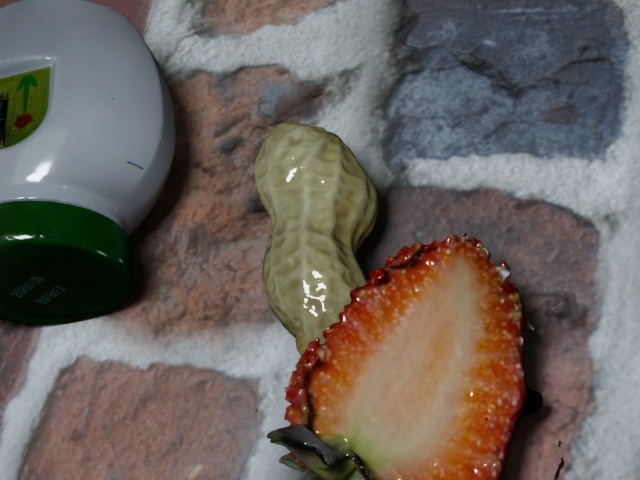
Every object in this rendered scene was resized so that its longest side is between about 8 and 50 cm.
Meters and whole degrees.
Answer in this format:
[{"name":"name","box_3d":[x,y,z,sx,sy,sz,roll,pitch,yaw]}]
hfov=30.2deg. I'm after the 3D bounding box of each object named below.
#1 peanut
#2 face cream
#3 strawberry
[{"name":"peanut","box_3d":[0.000,0.000,1.305,0.136,0.120,0.298,-9,61,8]},{"name":"face cream","box_3d":[-0.326,-0.101,1.411,0.312,0.219,0.357,-11,61,10]},{"name":"strawberry","box_3d":[0.100,0.151,1.184,0.233,0.138,0.306,36,61,5]}]
